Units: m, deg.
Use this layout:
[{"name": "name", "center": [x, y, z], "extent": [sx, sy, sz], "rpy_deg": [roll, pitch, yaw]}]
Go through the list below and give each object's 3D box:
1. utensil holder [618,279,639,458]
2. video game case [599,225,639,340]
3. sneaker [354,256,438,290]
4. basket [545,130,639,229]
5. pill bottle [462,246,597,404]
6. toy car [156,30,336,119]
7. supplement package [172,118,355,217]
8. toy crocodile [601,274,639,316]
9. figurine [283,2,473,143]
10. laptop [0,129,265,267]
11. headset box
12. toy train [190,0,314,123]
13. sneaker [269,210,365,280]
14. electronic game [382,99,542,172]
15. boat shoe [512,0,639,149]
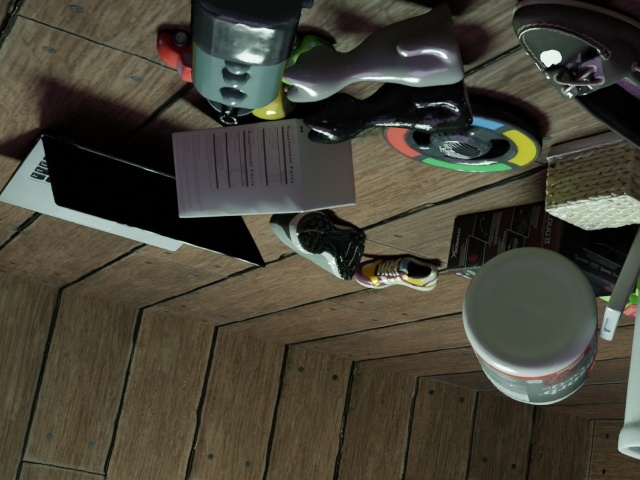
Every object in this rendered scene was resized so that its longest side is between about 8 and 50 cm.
[{"name": "utensil holder", "center": [0.676, 0.176, 1.781], "extent": [0.327, 0.386, 0.327], "rpy_deg": [10, 165, 3]}, {"name": "video game case", "center": [0.489, 0.031, 1.674], "extent": [0.026, 0.227, 0.206], "rpy_deg": [22, 169, 16]}, {"name": "sneaker", "center": [0.162, 0.063, 2.335], "extent": [0.185, 0.070, 0.084], "rpy_deg": [2, 156, 6]}, {"name": "basket", "center": [0.412, -0.082, 1.534], "extent": [0.113, 0.103, 0.167], "rpy_deg": [20, 163, -32]}, {"name": "pill bottle", "center": [0.363, 0.160, 1.833], "extent": [0.210, 0.210, 0.363], "rpy_deg": [5, 163, 16]}, {"name": "toy car", "center": [-0.074, -0.221, 1.427], "extent": [0.239, 0.053, 0.225], "rpy_deg": [22, 161, -40]}, {"name": "supplement package", "center": [-0.086, -0.108, 1.627], "extent": [0.244, 0.134, 0.139], "rpy_deg": [-1, -175, 38]}, {"name": "toy crocodile", "center": [0.687, 0.122, 2.119], "extent": [0.340, 0.105, 0.115], "rpy_deg": [11, 165, -2]}, {"name": "figurine", "center": [0.066, -0.182, 1.287], "extent": [0.209, 0.092, 0.215], "rpy_deg": [-13, 160, 8]}, {"name": "laptop", "center": [-0.357, -0.022, 1.969], "extent": [0.381, 0.236, 0.408], "rpy_deg": [18, 146, -27]}, {"name": "headset box", "center": [0.406, 0.024, 1.920], "extent": [0.218, 0.110, 0.293], "rpy_deg": [22, 161, -35]}, {"name": "toy train", "center": [-0.071, -0.243, 1.078], "extent": [0.142, 0.190, 0.334], "rpy_deg": [12, 165, -6]}, {"name": "sneaker", "center": [0.000, 0.000, 2.161], "extent": [0.108, 0.100, 0.271], "rpy_deg": [16, 168, 37]}, {"name": "electronic game", "center": [0.201, -0.144, 1.548], "extent": [0.229, 0.048, 0.229], "rpy_deg": [9, 166, 2]}, {"name": "boat shoe", "center": [0.346, -0.175, 1.242], "extent": [0.335, 0.096, 0.112], "rpy_deg": [20, 162, -35]}]
